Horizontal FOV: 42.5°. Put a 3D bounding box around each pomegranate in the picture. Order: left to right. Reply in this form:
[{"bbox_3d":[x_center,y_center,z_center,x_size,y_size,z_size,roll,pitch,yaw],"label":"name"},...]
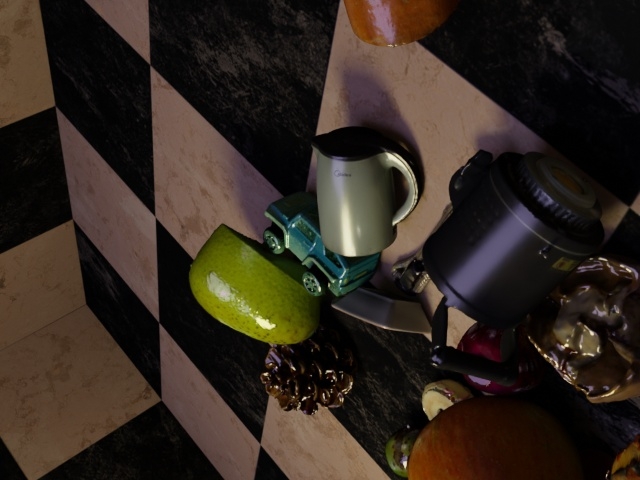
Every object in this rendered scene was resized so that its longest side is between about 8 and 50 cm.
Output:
[{"bbox_3d":[0.230,0.536,2.005,0.148,0.149,0.169,135,135,-60],"label":"pomegranate"}]

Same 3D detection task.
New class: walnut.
[{"bbox_3d":[0.448,0.147,1.323,0.204,0.141,0.238,-15,60,42],"label":"walnut"}]

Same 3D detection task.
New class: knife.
[{"bbox_3d":[0.220,0.020,1.672,0.089,0.043,0.365,51,149,13],"label":"knife"}]

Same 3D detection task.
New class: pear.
[{"bbox_3d":[-0.137,0.137,2.036,0.318,0.238,0.342,36,-178,21],"label":"pear"}]

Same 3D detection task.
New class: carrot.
[{"bbox_3d":[0.102,-0.485,1.243,0.193,0.214,0.331,-6,119,27],"label":"carrot"}]

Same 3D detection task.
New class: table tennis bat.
[{"bbox_3d":[0.559,0.517,1.629,0.154,0.021,0.274,33,140,38],"label":"table tennis bat"}]

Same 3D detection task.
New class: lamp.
[{"bbox_3d":[0.305,0.003,1.289,0.272,0.205,0.374,-39,41,48],"label":"lamp"}]

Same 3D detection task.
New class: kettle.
[{"bbox_3d":[0.096,-0.105,1.657,0.221,0.161,0.236,8,125,21],"label":"kettle"}]

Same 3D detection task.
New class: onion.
[{"bbox_3d":[0.334,0.206,1.573,0.173,0.135,0.198,15,127,47],"label":"onion"}]

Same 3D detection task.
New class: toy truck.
[{"bbox_3d":[0.000,0.000,1.887,0.279,0.155,0.156,45,139,25],"label":"toy truck"}]

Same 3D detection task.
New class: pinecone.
[{"bbox_3d":[-0.036,0.347,2.159,0.244,0.257,0.243,23,136,24],"label":"pinecone"}]

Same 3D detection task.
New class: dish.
[{"bbox_3d":[0.131,0.146,1.853,0.234,0.154,0.064,16,94,50],"label":"dish"}]

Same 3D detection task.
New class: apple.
[{"bbox_3d":[0.340,0.473,1.588,0.340,0.340,0.339,37,144,34],"label":"apple"}]

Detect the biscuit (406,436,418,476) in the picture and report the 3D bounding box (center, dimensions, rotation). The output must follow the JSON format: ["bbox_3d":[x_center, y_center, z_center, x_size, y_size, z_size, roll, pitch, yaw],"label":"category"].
[{"bbox_3d":[0.298,0.617,1.817,0.359,0.074,0.381,41,-150,-44],"label":"biscuit"}]

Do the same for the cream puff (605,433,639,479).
[{"bbox_3d":[0.592,0.418,1.347,0.240,0.164,0.240,39,158,18],"label":"cream puff"}]

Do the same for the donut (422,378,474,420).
[{"bbox_3d":[0.303,0.385,1.854,0.175,0.068,0.174,37,146,31],"label":"donut"}]
